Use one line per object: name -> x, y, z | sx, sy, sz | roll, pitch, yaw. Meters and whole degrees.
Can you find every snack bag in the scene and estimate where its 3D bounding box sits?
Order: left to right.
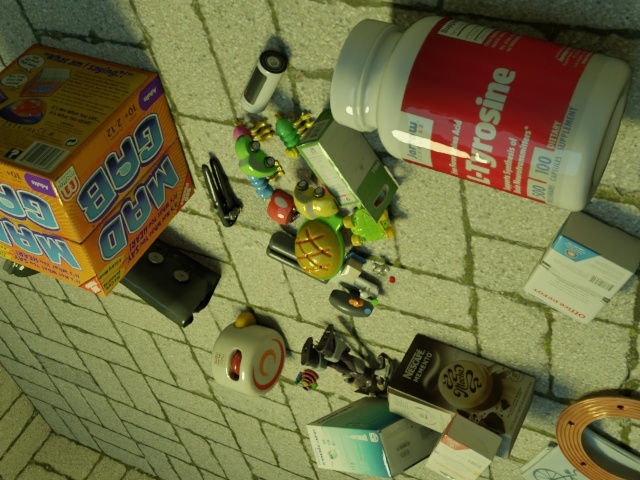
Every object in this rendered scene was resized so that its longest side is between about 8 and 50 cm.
snack bag -> 0.686, 0.577, 2.099 | 0.323, 0.037, 0.342 | 29, 144, 6

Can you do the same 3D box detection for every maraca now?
maraca -> 0.000, 0.000, 1.899 | 0.127, 0.099, 0.185 | 20, 120, 27

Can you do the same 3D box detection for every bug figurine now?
bug figurine -> -0.077, -0.160, 1.778 | 0.279, 0.072, 0.216 | 1, 134, 40

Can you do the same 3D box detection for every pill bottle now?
pill bottle -> 0.233, -0.206, 1.314 | 0.408, 0.229, 0.229 | 19, 144, 21

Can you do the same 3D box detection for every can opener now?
can opener -> -0.233, -0.105, 1.991 | 0.073, 0.059, 0.186 | 14, 142, 28
can opener -> 0.000, 0.083, 1.997 | 0.284, 0.095, 0.076 | 26, 146, 0

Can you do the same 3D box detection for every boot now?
boot -> -0.511, 0.084, 2.199 | 0.445, 0.367, 0.146 | 38, 130, -2

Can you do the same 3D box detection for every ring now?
ring -> 0.686, 0.453, 1.912 | 0.337, 0.032, 0.336 | 17, 136, 18

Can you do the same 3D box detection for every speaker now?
speaker -> -0.109, -0.298, 1.646 | 0.055, 0.055, 0.136 | 36, 147, -3

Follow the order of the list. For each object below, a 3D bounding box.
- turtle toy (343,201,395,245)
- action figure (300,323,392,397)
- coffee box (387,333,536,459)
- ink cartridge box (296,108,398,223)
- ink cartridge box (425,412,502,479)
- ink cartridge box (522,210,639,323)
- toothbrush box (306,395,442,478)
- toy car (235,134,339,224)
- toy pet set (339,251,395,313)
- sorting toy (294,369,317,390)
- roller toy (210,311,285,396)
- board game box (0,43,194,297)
turtle toy -> 0.097, -0.051, 1.772 | 0.095, 0.066, 0.130 | -12, 126, 19
action figure -> 0.091, 0.327, 2.234 | 0.285, 0.099, 0.185 | 35, 143, -29
coffee box -> 0.323, 0.356, 2.006 | 0.297, 0.168, 0.118 | 19, 144, 21
ink cartridge box -> 0.054, -0.138, 1.658 | 0.062, 0.109, 0.209 | -9, 128, 43
ink cartridge box -> 0.316, 0.475, 1.950 | 0.115, 0.067, 0.198 | 28, 146, 9
ink cartridge box -> 0.470, 0.049, 1.569 | 0.140, 0.082, 0.190 | 29, 148, 8
toothbrush box -> 0.142, 0.484, 2.178 | 0.296, 0.216, 0.126 | -10, 96, 52
toy car -> -0.094, -0.112, 1.712 | 0.225, 0.053, 0.239 | 46, 158, -18
toy pet set -> 0.097, 0.081, 1.943 | 0.114, 0.065, 0.122 | 31, 124, -7
sorting toy -> -0.043, 0.408, 2.495 | 0.061, 0.042, 0.102 | 25, 146, 13
roller toy -> -0.203, 0.320, 2.383 | 0.146, 0.191, 0.209 | 12, 141, 31
board game box -> -0.554, -0.161, 1.921 | 0.357, 0.356, 0.356 | 17, 142, 24
